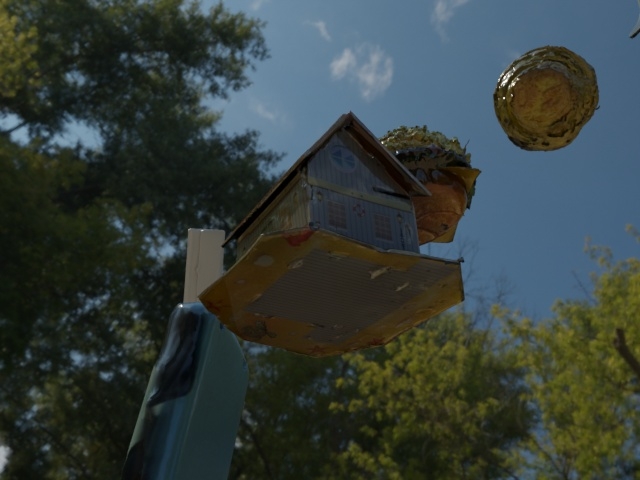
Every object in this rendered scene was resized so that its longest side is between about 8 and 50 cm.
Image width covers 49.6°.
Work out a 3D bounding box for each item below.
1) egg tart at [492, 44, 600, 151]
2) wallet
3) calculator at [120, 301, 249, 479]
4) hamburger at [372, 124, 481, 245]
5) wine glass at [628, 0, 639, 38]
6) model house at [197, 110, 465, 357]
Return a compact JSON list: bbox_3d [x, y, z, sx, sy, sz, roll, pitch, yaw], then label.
[{"bbox_3d":[0.273,-0.172,0.841,0.130,0.052,0.130,2,-84,24],"label":"egg tart"},{"bbox_3d":[-0.177,0.043,1.053,0.025,0.061,0.122,7,-87,56],"label":"wallet"},{"bbox_3d":[-0.126,0.194,0.654,0.051,0.293,0.173,2,-35,13],"label":"calculator"},{"bbox_3d":[0.131,-0.084,1.134,0.262,0.138,0.243,-4,-34,-11],"label":"hamburger"},{"bbox_3d":[0.284,-0.313,0.741,0.202,0.093,0.093,40,-40,4],"label":"wine glass"},{"bbox_3d":[0.000,0.000,0.613,0.207,0.136,0.219,12,-33,-27],"label":"model house"}]
